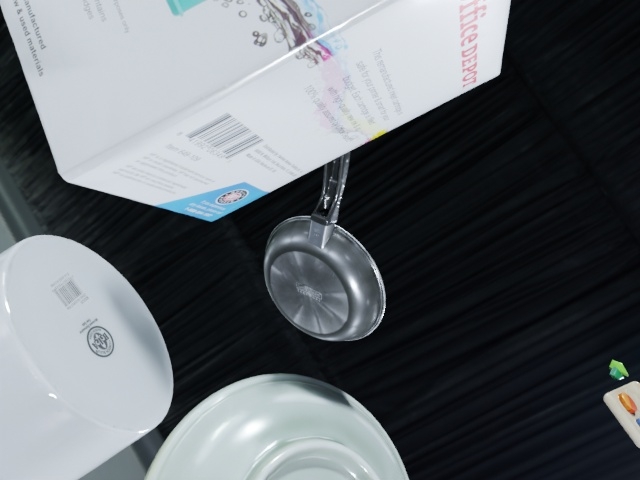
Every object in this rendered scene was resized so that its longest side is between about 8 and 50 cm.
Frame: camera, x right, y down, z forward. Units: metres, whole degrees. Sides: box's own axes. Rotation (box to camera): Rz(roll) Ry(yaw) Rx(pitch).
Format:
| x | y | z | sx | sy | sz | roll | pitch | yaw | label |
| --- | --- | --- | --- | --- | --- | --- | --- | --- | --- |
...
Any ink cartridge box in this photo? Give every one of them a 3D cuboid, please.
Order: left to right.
| x | y | z | sx | sy | sz | roll | pitch | yaw | label |
| --- | --- | --- | --- | --- | --- | --- | --- | --- | --- |
| -0.036 | -0.166 | 0.406 | 0.197 | 0.270 | 0.198 | 67 | 11 | 10 | ink cartridge box |

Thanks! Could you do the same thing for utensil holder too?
| x | y | z | sx | sy | sz | roll | pitch | yaw | label |
| --- | --- | --- | --- | --- | --- | --- | --- | --- | --- |
| -0.448 | 0.221 | 0.809 | 0.327 | 0.385 | 0.327 | 56 | 9 | -14 | utensil holder |

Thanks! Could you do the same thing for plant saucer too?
| x | y | z | sx | sy | sz | roll | pitch | yaw | label |
| --- | --- | --- | --- | --- | --- | --- | --- | --- | --- |
| -0.020 | 0.358 | 0.718 | 0.400 | 0.100 | 0.400 | 13 | 63 | -27 | plant saucer |

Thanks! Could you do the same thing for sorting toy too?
| x | y | z | sx | sy | sz | roll | pitch | yaw | label |
| --- | --- | --- | --- | --- | --- | --- | --- | --- | --- |
| 0.309 | 0.159 | 0.585 | 0.062 | 0.012 | 0.083 | -7 | 55 | -35 | sorting toy |

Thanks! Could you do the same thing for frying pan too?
| x | y | z | sx | sy | sz | roll | pitch | yaw | label |
| --- | --- | --- | --- | --- | --- | --- | --- | --- | --- |
| 0.021 | 0.021 | 0.766 | 0.197 | 0.326 | 0.053 | 41 | 44 | 10 | frying pan |
